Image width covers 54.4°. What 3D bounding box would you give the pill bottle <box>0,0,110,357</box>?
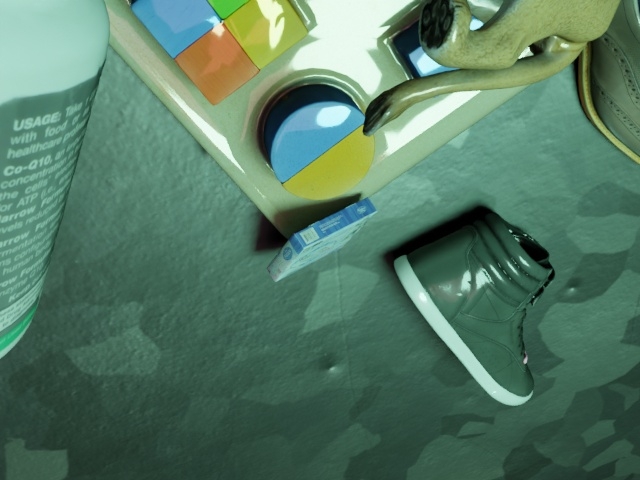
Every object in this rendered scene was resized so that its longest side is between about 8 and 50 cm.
[{"bbox_3d":[-0.249,-0.088,0.380,0.204,0.204,0.361,14,126,-25],"label":"pill bottle"}]

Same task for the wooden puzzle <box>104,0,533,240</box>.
[{"bbox_3d":[0.021,-0.173,0.499,0.322,0.080,0.348,-35,127,9],"label":"wooden puzzle"}]

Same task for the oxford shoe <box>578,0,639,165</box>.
[{"bbox_3d":[0.314,-0.160,0.562,0.130,0.132,0.364,-39,127,12],"label":"oxford shoe"}]

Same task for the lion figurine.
[{"bbox_3d":[0.150,-0.247,0.391,0.240,0.142,0.392,2,108,-36],"label":"lion figurine"}]

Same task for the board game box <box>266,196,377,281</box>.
[{"bbox_3d":[0.000,0.000,0.607,0.090,0.020,0.090,-27,168,-30],"label":"board game box"}]

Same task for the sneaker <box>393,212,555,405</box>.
[{"bbox_3d":[0.223,0.086,0.730,0.147,0.104,0.296,-34,123,15],"label":"sneaker"}]
